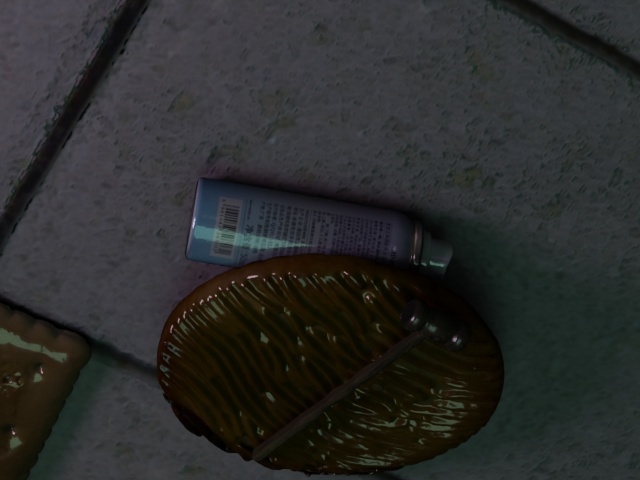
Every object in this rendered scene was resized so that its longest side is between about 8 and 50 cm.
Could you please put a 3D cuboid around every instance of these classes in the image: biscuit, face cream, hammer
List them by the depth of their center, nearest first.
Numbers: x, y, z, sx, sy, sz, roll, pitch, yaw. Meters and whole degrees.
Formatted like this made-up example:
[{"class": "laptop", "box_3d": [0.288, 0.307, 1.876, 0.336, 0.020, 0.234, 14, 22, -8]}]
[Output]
[{"class": "face cream", "box_3d": [0.000, 0.000, 1.529, 0.229, 0.075, 0.075, 11, 124, -6]}, {"class": "hammer", "box_3d": [0.022, 0.134, 1.552, 0.058, 0.029, 0.292, 28, 136, -22]}, {"class": "biscuit", "box_3d": [0.009, 0.122, 1.587, 0.317, 0.040, 0.318, 2, 141, 1]}, {"class": "biscuit", "box_3d": [-0.369, 0.178, 1.676, 0.217, 0.044, 0.325, 24, 122, -13]}]
